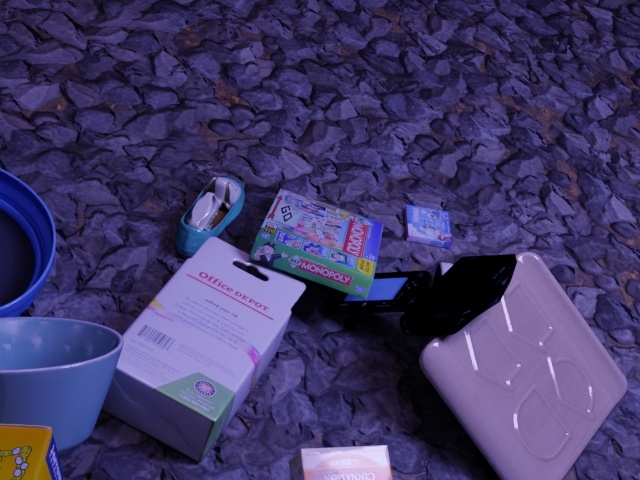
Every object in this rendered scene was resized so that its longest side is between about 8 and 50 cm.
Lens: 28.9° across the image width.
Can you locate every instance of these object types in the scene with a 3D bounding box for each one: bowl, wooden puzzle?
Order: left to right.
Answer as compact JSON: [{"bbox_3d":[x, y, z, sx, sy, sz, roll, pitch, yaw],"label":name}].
[{"bbox_3d":[-0.639,0.011,2.060,0.391,0.077,0.391,10,43,-9],"label":"bowl"},{"bbox_3d":[-0.441,0.223,1.794,0.311,0.163,0.311,1,9,0],"label":"bowl"},{"bbox_3d":[0.342,0.233,2.118,0.348,0.080,0.322,-39,94,-39],"label":"wooden puzzle"}]

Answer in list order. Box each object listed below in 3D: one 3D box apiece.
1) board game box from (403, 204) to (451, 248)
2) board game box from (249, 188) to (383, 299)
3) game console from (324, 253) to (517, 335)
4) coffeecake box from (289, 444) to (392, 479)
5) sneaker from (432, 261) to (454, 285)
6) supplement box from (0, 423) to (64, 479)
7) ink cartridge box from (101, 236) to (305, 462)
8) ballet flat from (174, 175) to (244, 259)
[{"bbox_3d":[0.212,-0.028,2.453,0.090,0.020,0.090,9,43,-9],"label":"board game box"},{"bbox_3d":[0.000,0.000,2.240,0.213,0.046,0.317,18,18,0],"label":"board game box"},{"bbox_3d":[0.154,0.095,2.132,0.361,0.044,0.213,-5,24,40],"label":"game console"},{"bbox_3d":[0.039,0.408,1.860,0.142,0.068,0.186,1,63,-20],"label":"coffeecake box"},{"bbox_3d":[0.276,0.149,2.227,0.123,0.106,0.290,9,42,-7],"label":"sneaker"},{"bbox_3d":[-0.457,0.428,1.572,0.195,0.194,0.357,2,43,3],"label":"supplement box"},{"bbox_3d":[-0.188,0.167,2.028,0.207,0.119,0.353,27,43,9],"label":"ink cartridge box"},{"bbox_3d":[-0.195,-0.065,2.293,0.083,0.087,0.247,23,42,4],"label":"ballet flat"}]
